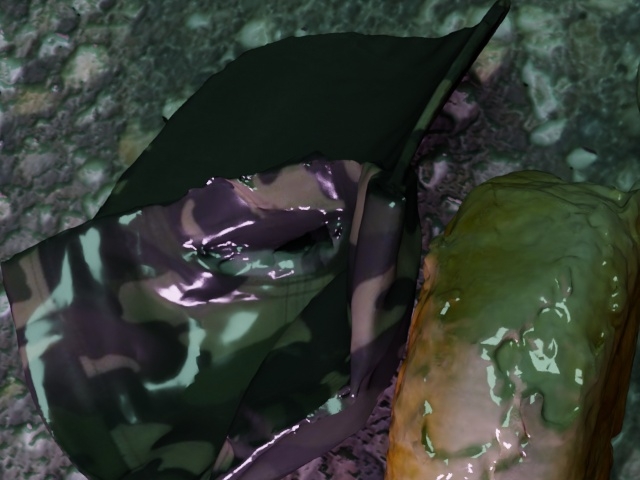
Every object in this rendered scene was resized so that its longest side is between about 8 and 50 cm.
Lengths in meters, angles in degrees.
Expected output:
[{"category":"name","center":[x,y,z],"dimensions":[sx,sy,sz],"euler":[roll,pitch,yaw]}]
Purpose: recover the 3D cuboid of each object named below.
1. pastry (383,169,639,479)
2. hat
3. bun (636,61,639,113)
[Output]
[{"category":"pastry","center":[0.120,0.102,1.138],"dimensions":[0.136,0.329,0.329],"euler":[13,74,14]},{"category":"hat","center":[0.000,0.000,1.251],"dimensions":[0.366,0.382,0.257],"euler":[-2,109,44]},{"category":"bun","center":[0.392,-0.112,1.201],"dimensions":[0.365,0.219,0.365],"euler":[-3,68,7]}]
